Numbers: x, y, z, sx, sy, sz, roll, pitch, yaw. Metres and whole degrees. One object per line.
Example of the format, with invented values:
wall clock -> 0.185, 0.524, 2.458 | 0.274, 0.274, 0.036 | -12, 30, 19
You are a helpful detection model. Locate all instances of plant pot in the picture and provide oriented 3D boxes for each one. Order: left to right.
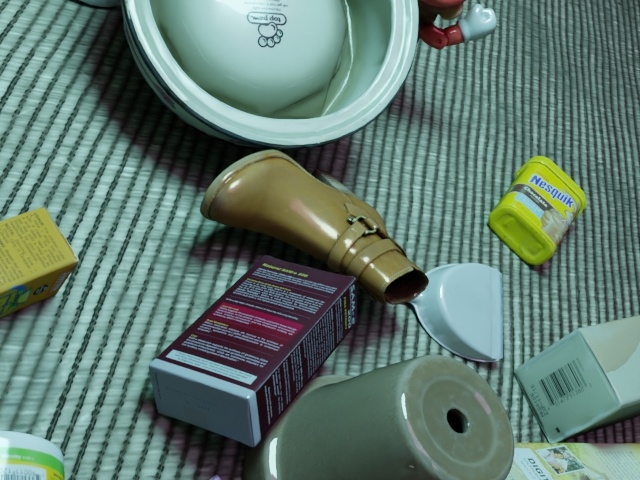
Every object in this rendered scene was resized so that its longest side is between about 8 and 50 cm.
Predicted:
plant pot -> 0.081, 0.235, 1.011 | 0.263, 0.229, 0.263 | 21, 47, -24

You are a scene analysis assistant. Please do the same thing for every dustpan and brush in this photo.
dustpan and brush -> 0.161, 0.084, 1.320 | 0.211, 0.060, 0.147 | 21, 60, -32

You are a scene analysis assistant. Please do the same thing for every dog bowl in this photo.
dog bowl -> -0.080, -0.307, 1.266 | 0.408, 0.150, 0.408 | 4, 80, -23

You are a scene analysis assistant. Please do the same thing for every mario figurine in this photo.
mario figurine -> 0.137, -0.351, 1.429 | 0.198, 0.320, 0.170 | 9, 54, -33

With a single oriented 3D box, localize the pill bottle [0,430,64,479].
pill bottle -> -0.277, 0.293, 0.763 | 0.136, 0.136, 0.245 | 11, 53, -31

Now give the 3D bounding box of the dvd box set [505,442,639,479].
dvd box set -> 0.391, 0.380, 1.176 | 0.420, 0.062, 0.307 | 8, 32, -33

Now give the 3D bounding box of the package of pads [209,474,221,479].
package of pads -> -0.105, 0.291, 0.970 | 0.050, 0.032, 0.083 | -28, 77, -43

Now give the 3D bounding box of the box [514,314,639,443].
box -> 0.453, 0.192, 1.384 | 0.311, 0.148, 0.121 | -5, 61, -41

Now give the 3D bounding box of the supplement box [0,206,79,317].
supplement box -> -0.361, 0.047, 0.932 | 0.233, 0.078, 0.080 | -30, 79, -45

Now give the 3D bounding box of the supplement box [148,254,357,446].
supplement box -> -0.068, 0.115, 1.060 | 0.130, 0.073, 0.239 | 14, 36, 26

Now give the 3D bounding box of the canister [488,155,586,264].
canister -> 0.358, -0.050, 1.548 | 0.126, 0.073, 0.170 | 44, 45, 0

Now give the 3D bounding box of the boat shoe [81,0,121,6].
boat shoe -> -0.256, -0.388, 1.335 | 0.258, 0.084, 0.095 | -8, 64, -41

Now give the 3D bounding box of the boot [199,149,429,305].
boot -> 0.000, 0.000, 1.176 | 0.220, 0.109, 0.283 | 47, 20, 27
